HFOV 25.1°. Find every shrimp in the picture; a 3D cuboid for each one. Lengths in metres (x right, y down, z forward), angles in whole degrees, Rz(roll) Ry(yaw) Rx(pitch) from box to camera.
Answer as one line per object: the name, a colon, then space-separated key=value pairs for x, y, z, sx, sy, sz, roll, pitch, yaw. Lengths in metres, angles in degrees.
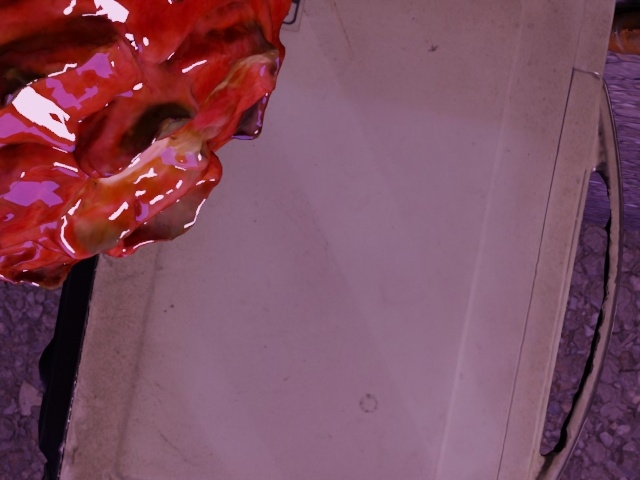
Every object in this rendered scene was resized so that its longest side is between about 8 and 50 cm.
shrimp: x=0.259 y=-0.134 z=0.981 sx=0.124 sy=0.034 sz=0.178 roll=8 pitch=-179 yaw=-16

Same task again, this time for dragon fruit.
dragon fruit: x=-0.116 y=-0.111 z=0.547 sx=0.241 sy=0.252 sz=0.241 roll=-19 pitch=-170 yaw=3

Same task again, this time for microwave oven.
microwave oven: x=0.000 y=0.000 z=0.947 sx=0.333 sy=0.394 sz=0.247 roll=11 pitch=178 yaw=-9
